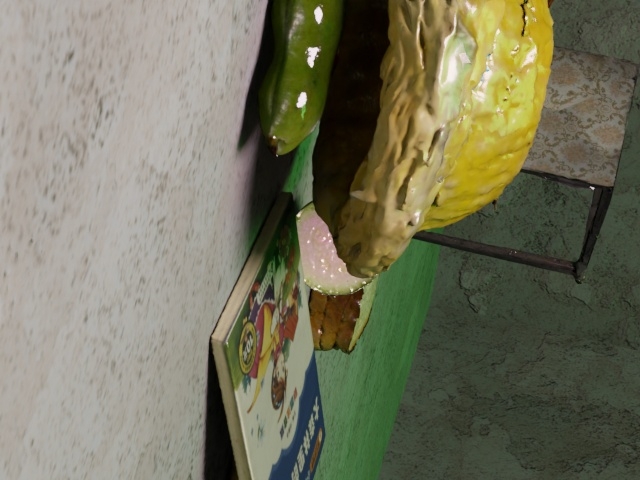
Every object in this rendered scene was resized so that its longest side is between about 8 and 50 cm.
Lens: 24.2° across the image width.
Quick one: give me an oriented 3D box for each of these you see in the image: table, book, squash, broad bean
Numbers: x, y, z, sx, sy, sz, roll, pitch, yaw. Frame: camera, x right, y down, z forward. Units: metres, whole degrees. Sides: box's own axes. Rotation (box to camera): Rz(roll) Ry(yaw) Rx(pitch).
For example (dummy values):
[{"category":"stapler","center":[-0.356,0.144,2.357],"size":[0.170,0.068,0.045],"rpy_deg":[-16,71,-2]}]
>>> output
[{"category":"table","center":[0.252,-0.127,2.143],"size":[0.272,0.335,0.222],"rpy_deg":[91,14,-59]},{"category":"book","center":[-0.041,0.146,1.428],"size":[0.228,0.018,0.322],"rpy_deg":[-68,155,-49]},{"category":"squash","center":[0.003,0.007,1.569],"size":[0.132,0.105,0.105],"rpy_deg":[171,-67,-78]},{"category":"broad bean","center":[0.002,-0.213,1.215],"size":[0.098,0.056,0.318],"rpy_deg":[52,50,-59]}]

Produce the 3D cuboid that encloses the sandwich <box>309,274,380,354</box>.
[{"category":"sandwich","center":[0.039,0.035,1.883],"size":[0.215,0.065,0.186],"rpy_deg":[-57,159,-69]}]

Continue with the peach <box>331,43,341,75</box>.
[{"category":"peach","center":[-0.007,-0.168,1.293],"size":[0.083,0.050,0.077],"rpy_deg":[92,14,-71]}]

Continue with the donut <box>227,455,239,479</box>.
[{"category":"donut","center":[-0.059,0.241,1.559],"size":[0.152,0.058,0.152],"rpy_deg":[11,90,-80]}]

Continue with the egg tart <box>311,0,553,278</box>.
[{"category":"egg tart","center":[0.091,-0.150,1.314],"size":[0.388,0.169,0.388],"rpy_deg":[-172,-90,-77]}]

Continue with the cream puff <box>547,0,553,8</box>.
[{"category":"cream puff","center":[0.182,-0.400,1.679],"size":[0.303,0.212,0.303],"rpy_deg":[4,90,-84]}]
